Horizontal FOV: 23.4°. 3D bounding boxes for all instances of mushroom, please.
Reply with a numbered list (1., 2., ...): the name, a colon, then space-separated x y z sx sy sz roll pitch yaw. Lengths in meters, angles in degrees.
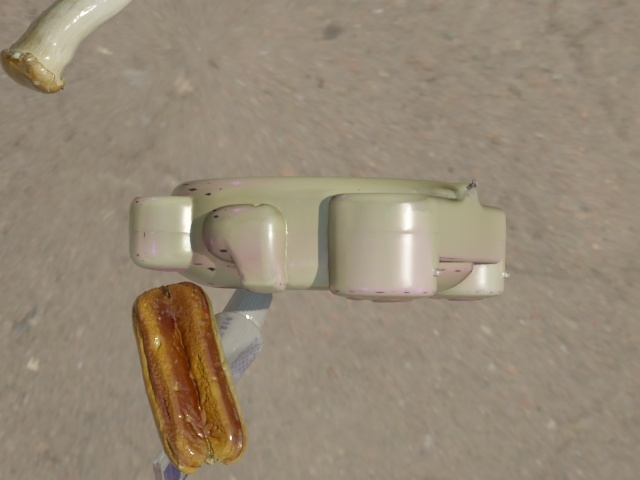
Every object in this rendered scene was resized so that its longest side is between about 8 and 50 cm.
1. mushroom: -0.285 -0.259 1.826 0.209 0.084 0.071 -47 134 -12

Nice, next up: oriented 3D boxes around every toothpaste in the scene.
1. toothpaste: -0.120 0.158 1.672 0.068 0.282 0.099 -3 134 34

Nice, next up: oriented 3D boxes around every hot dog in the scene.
1. hot dog: -0.108 0.106 1.241 0.071 0.045 0.165 -14 65 -9

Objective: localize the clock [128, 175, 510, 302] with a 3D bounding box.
1. clock: 0.000 0.000 1.449 0.309 0.284 0.114 1 90 24
